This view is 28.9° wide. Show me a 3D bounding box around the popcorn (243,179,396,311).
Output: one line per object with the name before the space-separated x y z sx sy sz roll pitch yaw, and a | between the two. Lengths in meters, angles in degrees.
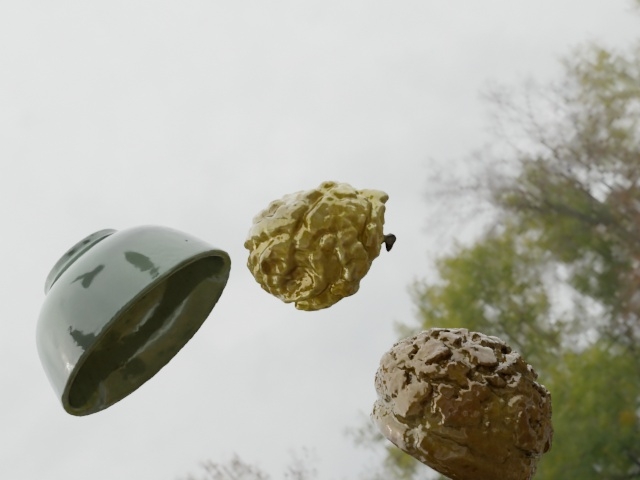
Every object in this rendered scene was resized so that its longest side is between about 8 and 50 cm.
popcorn | 0.000 0.000 1.470 0.170 0.180 0.180 18 -67 -27

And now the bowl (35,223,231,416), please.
bowl | -0.267 0.078 1.616 0.289 0.146 0.289 -43 -17 -16

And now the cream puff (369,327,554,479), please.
cream puff | 0.108 0.119 0.912 0.103 0.144 0.126 -63 -1 7
